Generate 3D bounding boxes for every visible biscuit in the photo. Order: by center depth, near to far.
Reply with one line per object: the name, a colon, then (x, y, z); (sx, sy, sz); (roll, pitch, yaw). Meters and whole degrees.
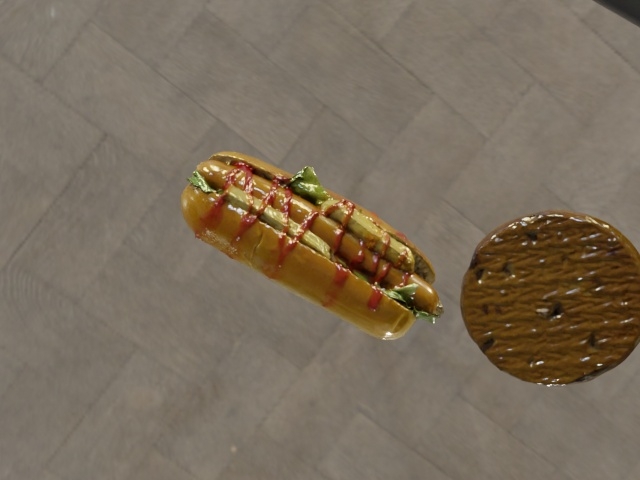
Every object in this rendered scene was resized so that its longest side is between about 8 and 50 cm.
biscuit: (0.264, 0.064, 1.304); (0.212, 0.036, 0.212); (2, 101, 9)

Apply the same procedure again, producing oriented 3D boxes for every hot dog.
hot dog: (0.000, 0.000, 1.006); (0.250, 0.076, 0.104); (30, 57, 1)

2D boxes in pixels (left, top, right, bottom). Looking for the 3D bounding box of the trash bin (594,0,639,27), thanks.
trash bin: (0.294, -0.212, 0.755); (0.209, 0.290, 0.182); (-41, 149, -23)
